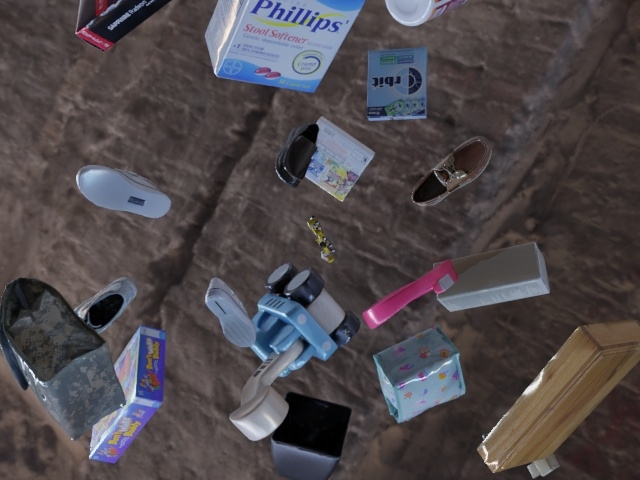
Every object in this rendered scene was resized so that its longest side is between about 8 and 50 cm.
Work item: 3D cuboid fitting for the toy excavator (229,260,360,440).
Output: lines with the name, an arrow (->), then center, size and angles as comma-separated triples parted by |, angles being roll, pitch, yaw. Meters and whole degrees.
toy excavator -> -0.104, 0.303, 1.992 | 0.222, 0.445, 0.433 | 49, 164, -20

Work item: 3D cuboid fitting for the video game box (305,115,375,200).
video game box -> 0.037, -0.253, 2.306 | 0.205, 0.187, 0.048 | 35, -156, -2

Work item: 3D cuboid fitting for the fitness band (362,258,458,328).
fitness band -> 0.206, 0.122, 1.694 | 0.054, 0.209, 0.291 | 61, -156, 5

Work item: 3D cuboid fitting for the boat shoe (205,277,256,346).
boat shoe -> -0.219, 0.180, 1.878 | 0.083, 0.076, 0.226 | -10, 135, 12

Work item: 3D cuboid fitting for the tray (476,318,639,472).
tray -> 0.530, 0.344, 1.615 | 0.202, 0.411, 0.076 | -1, -139, -36

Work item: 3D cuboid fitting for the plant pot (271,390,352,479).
plant pot -> -0.032, 0.553, 2.007 | 0.187, 0.167, 0.188 | 13, -148, 5

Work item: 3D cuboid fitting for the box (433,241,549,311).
box -> 0.510, 0.113, 2.214 | 0.311, 0.121, 0.148 | -13, 154, 21

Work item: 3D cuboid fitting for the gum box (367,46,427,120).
gum box -> 0.205, -0.417, 1.975 | 0.156, 0.185, 0.041 | 0, 172, 14

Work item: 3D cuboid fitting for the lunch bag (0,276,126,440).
lunch bag -> -0.569, 0.239, 1.571 | 0.287, 0.169, 0.235 | 38, 146, 29

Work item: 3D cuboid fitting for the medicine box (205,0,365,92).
medicine box -> -0.087, -0.506, 1.686 | 0.263, 0.289, 0.149 | 4, -128, -29

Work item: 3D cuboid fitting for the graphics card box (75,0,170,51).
graphics card box -> -0.400, -0.612, 1.653 | 0.370, 0.233, 0.094 | -21, 149, 34

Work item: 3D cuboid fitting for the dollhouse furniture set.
dollhouse furniture set -> 0.501, 0.573, 1.948 | 0.101, 0.182, 0.161 | 4, -132, -39

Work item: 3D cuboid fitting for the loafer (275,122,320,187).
loafer -> -0.053, -0.227, 1.871 | 0.080, 0.220, 0.078 | 33, 136, -24

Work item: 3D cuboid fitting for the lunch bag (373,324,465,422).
lunch bag -> 0.287, 0.398, 2.113 | 0.160, 0.223, 0.262 | 57, 169, 45

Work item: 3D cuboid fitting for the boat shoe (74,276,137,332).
boat shoe -> -0.515, 0.170, 1.694 | 0.079, 0.227, 0.081 | 47, -160, -11

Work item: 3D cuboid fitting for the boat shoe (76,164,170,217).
boat shoe -> -0.486, -0.133, 1.812 | 0.267, 0.096, 0.088 | 15, -156, -49

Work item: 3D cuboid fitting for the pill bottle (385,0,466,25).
pill bottle -> 0.243, -0.532, 1.534 | 0.121, 0.121, 0.221 | 28, -134, 33

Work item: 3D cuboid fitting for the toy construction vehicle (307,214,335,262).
toy construction vehicle -> 0.000, 0.000, 1.758 | 0.086, 0.035, 0.098 | 58, 177, 31

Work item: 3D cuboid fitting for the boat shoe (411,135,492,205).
boat shoe -> 0.427, -0.216, 2.436 | 0.123, 0.324, 0.116 | 51, -148, 10

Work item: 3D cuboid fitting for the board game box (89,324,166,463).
board game box -> -0.541, 0.434, 2.080 | 0.078, 0.347, 0.233 | 19, -141, -26
